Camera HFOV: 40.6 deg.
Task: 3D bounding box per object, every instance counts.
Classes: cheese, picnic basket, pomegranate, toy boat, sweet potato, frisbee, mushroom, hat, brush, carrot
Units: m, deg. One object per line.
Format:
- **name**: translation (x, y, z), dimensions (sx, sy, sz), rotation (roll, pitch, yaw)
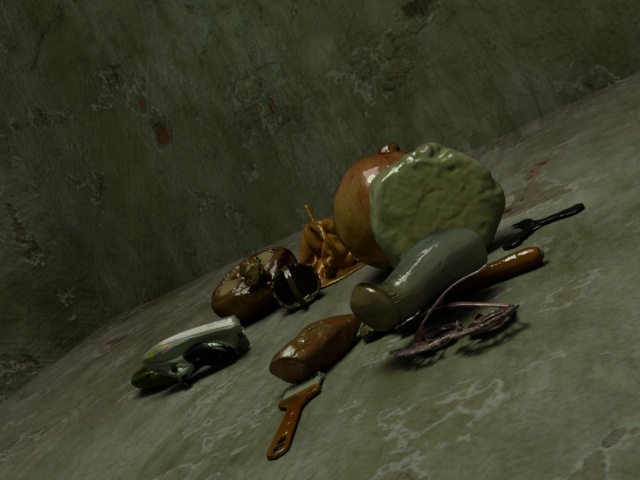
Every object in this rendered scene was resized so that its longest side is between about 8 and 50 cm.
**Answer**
- **cheese**: translation (0.263, -0.060, 2.005), dimensions (0.317, 0.327, 0.115), rotation (10, 2, 0)
- **picnic basket**: translation (-0.068, 0.124, 2.395), dimensions (0.137, 0.128, 0.178), rotation (-31, -9, -2)
- **pomegranate**: translation (0.182, -0.099, 2.234), dimensions (0.338, 0.338, 0.338), rotation (-27, 8, 4)
- **toy boat**: translation (-0.314, 0.291, 2.205), dimensions (0.269, 0.141, 0.141), rotation (-28, 8, -6)
- **sweet potato**: translation (0.000, 0.216, 1.771), dimensions (0.251, 0.097, 0.097), rotation (-26, 5, -43)
- **frisbee**: translation (0.494, -0.038, 1.995), dimensions (0.211, 0.012, 0.187), rotation (-28, 7, -1)
- **mushroom**: translation (-0.194, 0.134, 2.609), dimensions (0.297, 0.163, 0.278), rotation (-40, 4, -15)
- **hat**: translation (0.000, 0.000, 2.594), dimensions (0.244, 0.233, 0.233), rotation (-19, 11, 42)
- **mushroom**: translation (0.184, 0.076, 1.642), dimensions (0.328, 0.122, 0.159), rotation (-31, -19, -38)
- **brush**: translation (-0.051, 0.314, 1.553), dimensions (0.090, 0.017, 0.314), rotation (-28, 8, 14)
- **carrot**: translation (0.334, 0.070, 1.737), dimensions (0.247, 0.043, 0.043), rotation (-26, 8, 25)

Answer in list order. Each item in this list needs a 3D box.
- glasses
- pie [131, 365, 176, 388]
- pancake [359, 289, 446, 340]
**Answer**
- **glasses**: translation (0.230, 0.131, 1.494), dimensions (0.255, 0.095, 0.162), rotation (-27, 6, 34)
- **pie**: translation (-0.407, 0.329, 2.407), dimensions (0.277, 0.079, 0.277), rotation (-25, 7, 3)
- **pancake**: translation (0.176, 0.133, 1.783), dimensions (0.212, 0.029, 0.235), rotation (-41, 9, -29)
